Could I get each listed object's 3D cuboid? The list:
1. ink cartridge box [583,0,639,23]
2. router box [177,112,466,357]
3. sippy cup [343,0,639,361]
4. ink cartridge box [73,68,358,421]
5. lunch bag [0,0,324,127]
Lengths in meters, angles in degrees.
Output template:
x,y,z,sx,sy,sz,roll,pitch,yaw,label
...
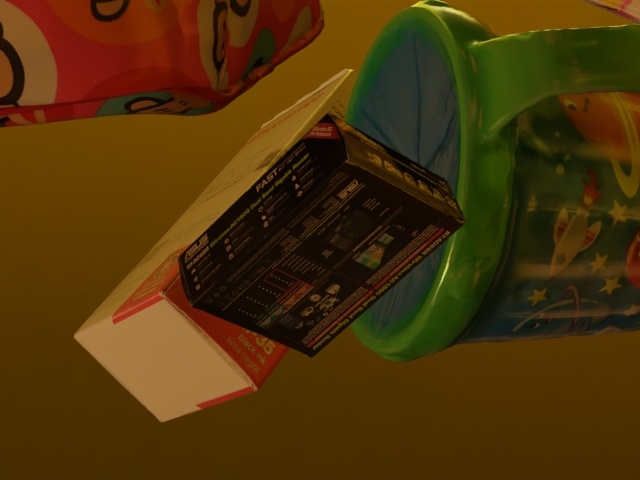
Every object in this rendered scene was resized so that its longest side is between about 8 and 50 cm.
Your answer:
x,y,z,sx,sy,sz,roll,pitch,yaw,label
0.117,-0.142,0.579,0.067,0.198,0.115,-49,162,-79,ink cartridge box
0.000,0.000,0.825,0.122,0.092,0.038,-42,-136,23,router box
0.150,-0.030,1.079,0.305,0.224,0.240,-156,-107,-69,sippy cup
-0.055,0.006,1.373,0.283,0.117,0.207,-51,-168,-29,ink cartridge box
-0.145,-0.122,0.736,0.258,0.120,0.293,-2,-165,12,lunch bag
